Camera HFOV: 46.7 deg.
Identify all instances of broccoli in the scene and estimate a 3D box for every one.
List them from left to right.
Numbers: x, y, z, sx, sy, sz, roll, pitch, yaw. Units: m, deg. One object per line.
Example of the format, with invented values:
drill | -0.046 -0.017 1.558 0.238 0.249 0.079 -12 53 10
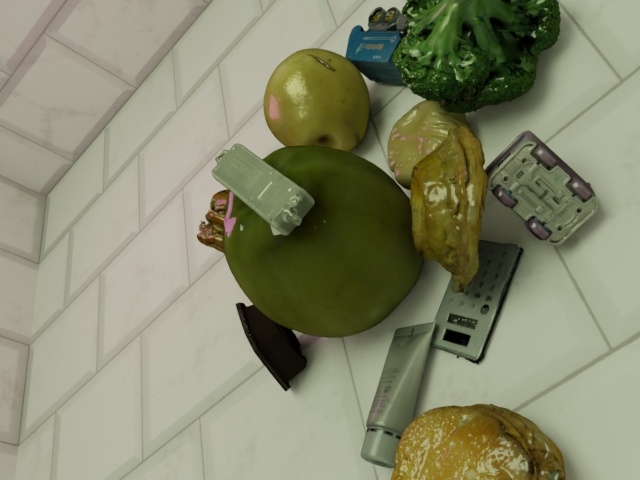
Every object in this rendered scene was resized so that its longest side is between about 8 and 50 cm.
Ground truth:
broccoli | 0.344 -0.465 1.696 0.413 0.310 0.321 -24 23 -4

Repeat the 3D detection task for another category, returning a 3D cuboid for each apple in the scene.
apple | 0.000 0.000 1.720 0.473 0.473 0.474 -29 47 36

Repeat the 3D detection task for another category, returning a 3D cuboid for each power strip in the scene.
power strip | -0.122 -0.109 1.546 0.098 0.058 0.338 -50 43 -2

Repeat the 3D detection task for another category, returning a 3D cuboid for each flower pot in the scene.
flower pot | -0.113 0.250 1.861 0.084 0.251 0.179 -28 41 2

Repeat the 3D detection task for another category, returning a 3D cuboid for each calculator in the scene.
calculator | 0.323 0.123 1.574 0.161 0.021 0.262 10 75 53

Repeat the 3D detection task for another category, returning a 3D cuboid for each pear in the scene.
pear | -0.008 -0.374 2.077 0.309 0.309 0.309 -29 47 36

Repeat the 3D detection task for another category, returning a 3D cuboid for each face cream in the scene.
face cream | 0.162 0.323 1.588 0.143 0.089 0.315 -23 45 57

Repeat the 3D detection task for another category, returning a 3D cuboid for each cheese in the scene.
cheese | 0.262 -0.225 1.807 0.226 0.117 0.214 -33 48 40

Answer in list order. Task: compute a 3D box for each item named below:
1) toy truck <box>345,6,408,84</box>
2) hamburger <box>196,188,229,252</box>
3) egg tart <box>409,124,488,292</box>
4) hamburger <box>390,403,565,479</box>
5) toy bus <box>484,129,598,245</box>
toy truck | 0.221 -0.529 2.023 0.367 0.146 0.175 22 84 55
hamburger | -0.233 -0.044 2.194 0.245 0.260 0.211 17 90 14
egg tart | 0.255 -0.067 1.512 0.341 0.128 0.341 179 90 -88
hamburger | 0.278 0.432 1.300 0.314 0.170 0.290 4 73 50
toy bus | 0.430 -0.103 1.453 0.142 0.202 0.142 -47 6 17
